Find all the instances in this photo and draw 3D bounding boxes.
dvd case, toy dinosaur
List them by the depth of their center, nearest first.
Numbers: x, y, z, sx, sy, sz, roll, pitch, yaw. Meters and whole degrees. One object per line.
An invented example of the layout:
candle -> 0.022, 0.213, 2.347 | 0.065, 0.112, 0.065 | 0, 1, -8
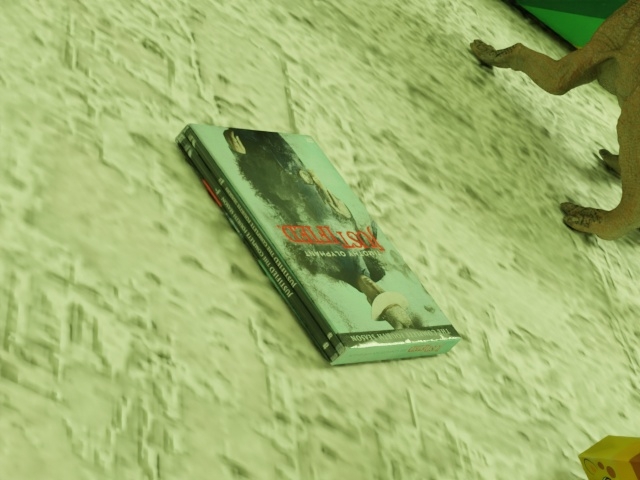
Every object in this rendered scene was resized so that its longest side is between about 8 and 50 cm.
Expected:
dvd case -> 0.000, 0.000, 0.643 | 0.087, 0.013, 0.119 | 1, 48, -54
toy dinosaur -> 0.219, -0.108, 0.901 | 0.127, 0.200, 0.295 | 24, 32, -34

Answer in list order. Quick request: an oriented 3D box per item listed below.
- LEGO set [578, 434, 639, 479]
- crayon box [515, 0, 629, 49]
LEGO set -> 0.167, 0.105, 0.636 | 0.087, 0.093, 0.227 | -26, 98, -27
crayon box -> 0.196, -0.271, 1.229 | 0.313, 0.106, 0.363 | 34, 27, -20
